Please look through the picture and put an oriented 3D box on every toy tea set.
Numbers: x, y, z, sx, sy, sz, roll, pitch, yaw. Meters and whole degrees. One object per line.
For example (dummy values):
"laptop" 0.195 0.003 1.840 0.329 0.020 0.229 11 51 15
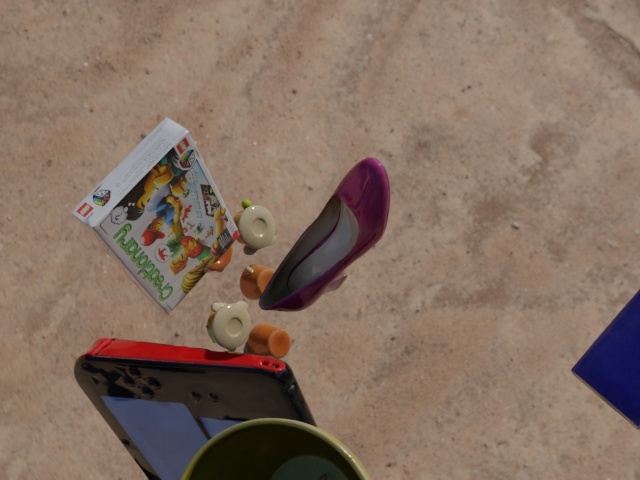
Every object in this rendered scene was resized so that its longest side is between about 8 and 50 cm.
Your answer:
"toy tea set" -0.174 0.097 1.341 0.200 0.124 0.336 -18 102 -40

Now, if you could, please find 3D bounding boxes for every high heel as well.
"high heel" 0.000 0.000 0.839 0.117 0.244 0.082 -19 63 -35

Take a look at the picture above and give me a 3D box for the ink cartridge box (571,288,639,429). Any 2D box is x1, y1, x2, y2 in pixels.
"ink cartridge box" 0.272 0.065 0.488 0.165 0.332 0.065 -51 57 5

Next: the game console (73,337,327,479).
"game console" -0.145 0.290 0.974 0.342 0.386 0.060 3 42 27

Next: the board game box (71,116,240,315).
"board game box" -0.240 -0.025 1.070 0.053 0.305 0.193 32 71 24

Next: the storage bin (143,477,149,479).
"storage bin" -0.265 0.568 1.273 0.260 0.123 0.262 -39 75 -11

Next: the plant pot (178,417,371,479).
"plant pot" -0.017 0.181 0.450 0.134 0.095 0.134 -2 82 14
